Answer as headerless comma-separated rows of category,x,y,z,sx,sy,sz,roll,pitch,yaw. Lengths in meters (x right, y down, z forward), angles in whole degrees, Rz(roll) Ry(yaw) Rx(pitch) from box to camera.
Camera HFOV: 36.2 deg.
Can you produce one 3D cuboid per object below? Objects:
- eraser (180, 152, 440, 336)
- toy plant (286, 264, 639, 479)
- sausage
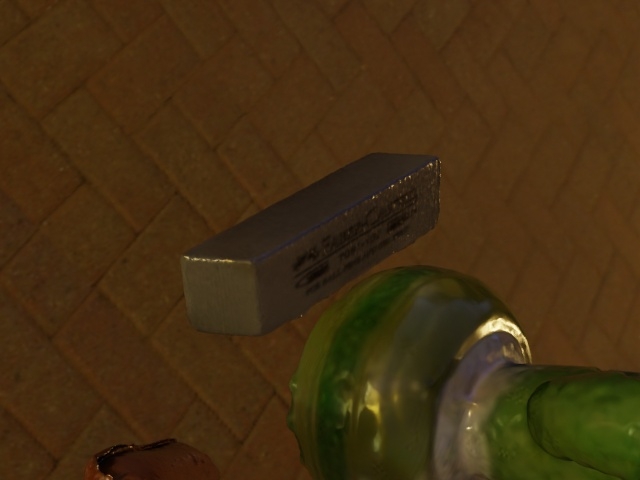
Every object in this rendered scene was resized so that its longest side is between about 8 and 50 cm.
eraser,0.001,0.000,1.154,0.352,0.077,0.111,-30,135,-33
toy plant,0.152,0.127,0.610,0.224,0.315,0.185,42,66,-46
sausage,-0.188,0.285,1.129,0.330,0.102,0.102,53,25,-78
